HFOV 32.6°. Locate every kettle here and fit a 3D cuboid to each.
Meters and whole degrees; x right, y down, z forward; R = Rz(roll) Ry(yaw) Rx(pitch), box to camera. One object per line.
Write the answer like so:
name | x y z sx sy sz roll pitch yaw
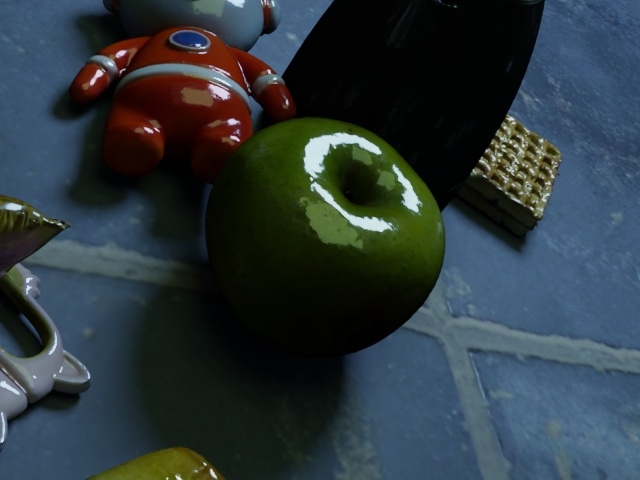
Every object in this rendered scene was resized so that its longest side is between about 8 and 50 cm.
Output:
kettle | 0.111 -0.187 1.036 0.207 0.290 0.268 43 38 12

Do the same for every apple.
apple | 0.000 0.000 0.861 0.196 0.157 0.196 25 41 -24

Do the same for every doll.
doll | -0.120 -0.184 1.013 0.200 0.105 0.336 6 45 -6

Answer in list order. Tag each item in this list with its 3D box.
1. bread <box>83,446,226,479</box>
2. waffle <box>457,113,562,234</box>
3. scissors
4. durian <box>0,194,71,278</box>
bread | -0.061 0.235 0.634 0.094 0.102 0.245 -15 57 -35
waffle | 0.203 -0.075 1.176 0.102 0.042 0.148 35 39 -1
scissors | -0.299 0.014 0.752 0.317 0.024 0.160 41 40 9
durian | -0.333 0.009 0.643 0.191 0.112 0.341 43 53 12
